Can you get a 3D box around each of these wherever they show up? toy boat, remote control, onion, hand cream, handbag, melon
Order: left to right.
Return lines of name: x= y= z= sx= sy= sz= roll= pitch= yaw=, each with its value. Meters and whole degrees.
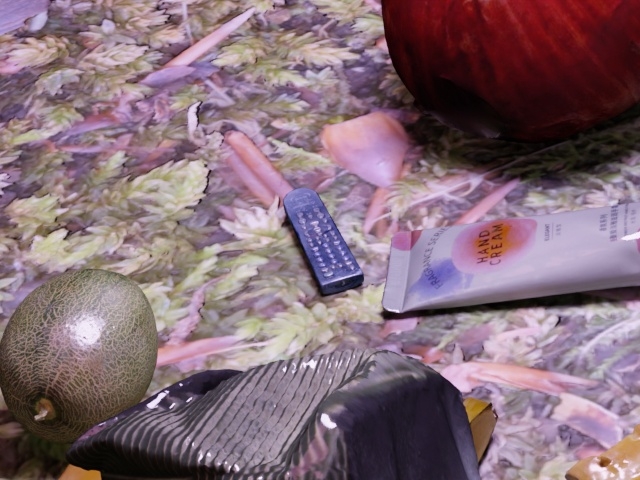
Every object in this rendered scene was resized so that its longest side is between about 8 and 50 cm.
melon: x=-0.217 y=0.104 z=1.778 sx=0.139 sy=0.139 sz=0.192 roll=3 pitch=35 yaw=16
handbag: x=-0.024 y=0.210 z=1.455 sx=0.240 sy=0.247 sz=0.340 roll=-9 pitch=-1 yaw=21
remote control: x=0.000 y=-0.001 z=1.969 sx=0.043 sy=0.027 sz=0.152 roll=-11 pitch=37 yaw=-13
toy boat: x=0.100 y=0.183 z=1.681 sx=0.049 sy=0.047 sz=0.149 roll=-1 pitch=32 yaw=34
onion: x=0.213 y=-0.248 z=2.034 sx=0.341 sy=0.341 sz=0.341 roll=-6 pitch=36 yaw=4
hand cream: x=0.227 y=0.008 z=1.876 sx=0.340 sy=0.078 sz=0.124 roll=-6 pitch=37 yaw=12

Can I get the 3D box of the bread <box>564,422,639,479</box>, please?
bread: x=0.346 y=0.214 z=1.528 sx=0.246 sy=0.111 sz=0.239 roll=-25 pitch=40 yaw=-21

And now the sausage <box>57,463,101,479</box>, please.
sausage: x=-0.204 y=0.264 z=1.588 sx=0.112 sy=0.112 sz=0.328 roll=13 pitch=42 yaw=28
